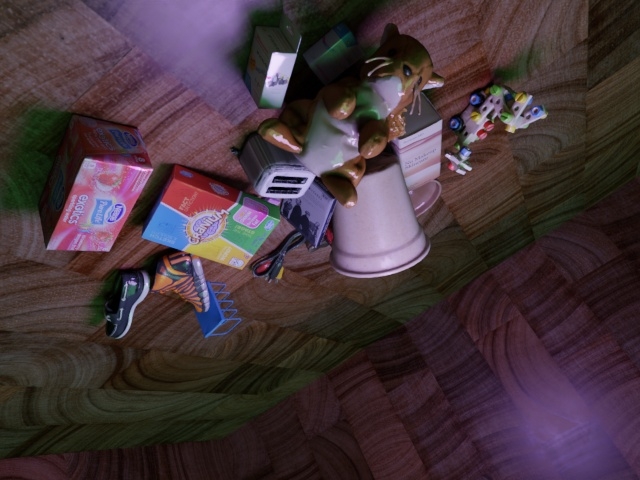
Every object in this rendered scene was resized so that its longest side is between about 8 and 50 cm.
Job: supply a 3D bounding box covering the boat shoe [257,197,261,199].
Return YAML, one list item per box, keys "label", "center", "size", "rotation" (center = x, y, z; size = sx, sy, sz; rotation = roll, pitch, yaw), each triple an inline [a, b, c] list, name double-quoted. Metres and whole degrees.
- label: "boat shoe"
  center: [-0.271, -0.107, 1.466]
  size: [0.206, 0.065, 0.075]
  rotation: [2, -176, -31]

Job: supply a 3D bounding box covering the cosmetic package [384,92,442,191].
- label: "cosmetic package"
  center: [0.292, -0.299, 1.542]
  size: [0.153, 0.129, 0.296]
  rotation: [-27, 151, 0]

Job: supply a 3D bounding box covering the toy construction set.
- label: "toy construction set"
  center: [0.530, -0.362, 1.553]
  size: [0.327, 0.215, 0.151]
  rotation: [-43, 147, 25]

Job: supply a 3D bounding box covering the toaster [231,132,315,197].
- label: "toaster"
  center: [-0.119, -0.204, 1.329]
  size: [0.227, 0.146, 0.129]
  rotation: [-1, 141, -39]

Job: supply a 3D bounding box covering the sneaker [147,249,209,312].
- label: "sneaker"
  center: [-0.481, 0.146, 1.634]
  size: [0.180, 0.125, 0.321]
  rotation: [-15, 138, -15]

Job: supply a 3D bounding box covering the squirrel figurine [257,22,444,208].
- label: "squirrel figurine"
  center: [0.101, -0.327, 1.173]
  size: [0.370, 0.281, 0.397]
  rotation: [-47, -175, 19]

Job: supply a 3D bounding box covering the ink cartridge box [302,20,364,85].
- label: "ink cartridge box"
  center: [0.031, -0.447, 1.165]
  size: [0.122, 0.052, 0.088]
  rotation: [-37, 150, 12]

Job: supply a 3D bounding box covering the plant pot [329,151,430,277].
- label: "plant pot"
  center: [0.157, -0.100, 1.525]
  size: [0.333, 0.334, 0.305]
  rotation: [-21, 116, -13]

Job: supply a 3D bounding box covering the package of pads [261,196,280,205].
- label: "package of pads"
  center: [-0.172, -0.112, 1.548]
  size: [0.083, 0.032, 0.050]
  rotation: [-41, 147, 23]

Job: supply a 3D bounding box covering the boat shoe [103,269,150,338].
- label: "boat shoe"
  center: [-0.657, 0.208, 1.581]
  size: [0.091, 0.114, 0.302]
  rotation: [5, 125, -46]

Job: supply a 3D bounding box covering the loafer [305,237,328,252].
- label: "loafer"
  center: [0.000, 0.000, 1.860]
  size: [0.148, 0.050, 0.056]
  rotation: [-20, 158, -46]

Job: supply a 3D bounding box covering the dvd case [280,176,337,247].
- label: "dvd case"
  center: [-0.042, -0.109, 1.516]
  size: [0.029, 0.179, 0.239]
  rotation: [-33, 158, -35]

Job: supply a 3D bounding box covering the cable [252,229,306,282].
- label: "cable"
  center: [-0.163, 0.052, 1.825]
  size: [0.139, 0.072, 0.287]
  rotation: [16, 119, -30]

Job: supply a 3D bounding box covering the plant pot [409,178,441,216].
- label: "plant pot"
  center: [0.314, -0.175, 1.779]
  size: [0.237, 0.110, 0.237]
  rotation: [-20, 150, -12]

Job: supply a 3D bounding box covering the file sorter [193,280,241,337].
- label: "file sorter"
  center: [-0.391, 0.256, 1.815]
  size: [0.118, 0.170, 0.104]
  rotation: [-43, 152, 25]

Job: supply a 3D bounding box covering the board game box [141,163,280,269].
- label: "board game box"
  center: [-0.311, -0.054, 1.382]
  size: [0.316, 0.064, 0.242]
  rotation: [21, 128, -27]

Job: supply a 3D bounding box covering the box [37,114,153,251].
- label: "box"
  center: [-0.527, -0.119, 1.123]
  size: [0.154, 0.142, 0.300]
  rotation: [4, 138, -45]

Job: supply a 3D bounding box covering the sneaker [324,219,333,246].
- label: "sneaker"
  center: [0.064, -0.085, 1.757]
  size: [0.125, 0.104, 0.262]
  rotation: [-47, 152, -26]

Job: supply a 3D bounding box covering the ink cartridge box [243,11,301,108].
- label: "ink cartridge box"
  center: [-0.110, -0.397, 1.071]
  size: [0.061, 0.104, 0.181]
  rotation: [-10, 146, -30]
